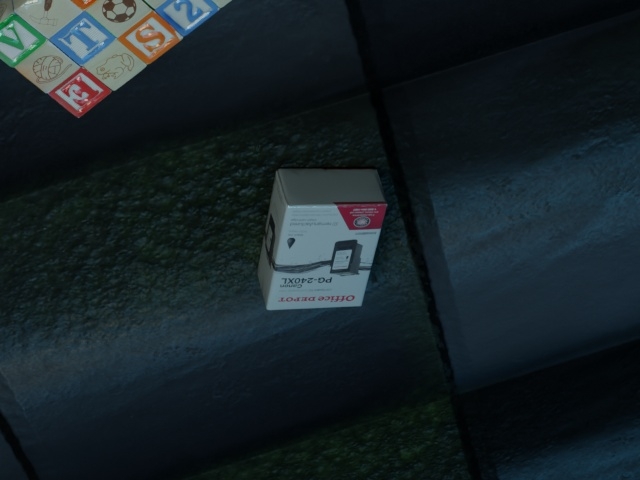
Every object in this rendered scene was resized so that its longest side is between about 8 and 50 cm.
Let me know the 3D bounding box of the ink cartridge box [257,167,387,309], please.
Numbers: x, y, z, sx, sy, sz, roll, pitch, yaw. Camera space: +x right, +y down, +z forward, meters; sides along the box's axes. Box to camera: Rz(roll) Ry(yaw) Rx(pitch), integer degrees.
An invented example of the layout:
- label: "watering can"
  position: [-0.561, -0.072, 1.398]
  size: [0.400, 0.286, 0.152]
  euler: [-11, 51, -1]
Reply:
- label: "ink cartridge box"
  position: [0.000, 0.000, 1.777]
  size: [0.109, 0.063, 0.150]
  euler: [-2, 133, -15]

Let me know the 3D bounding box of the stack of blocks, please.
- label: "stack of blocks"
  position: [-0.162, -0.259, 1.465]
  size: [0.297, 0.087, 0.171]
  euler: [-35, 132, 17]
